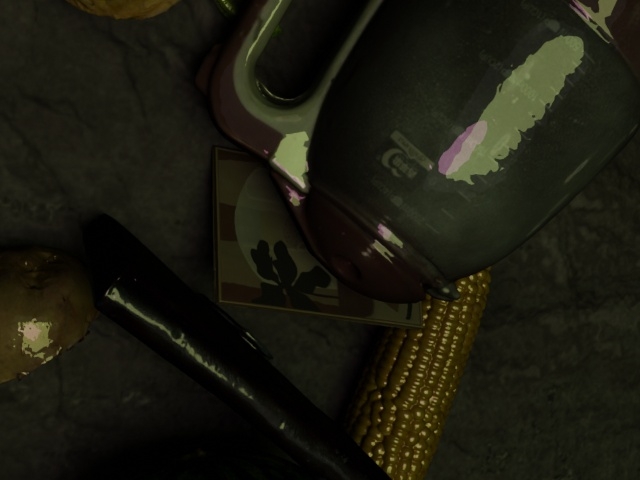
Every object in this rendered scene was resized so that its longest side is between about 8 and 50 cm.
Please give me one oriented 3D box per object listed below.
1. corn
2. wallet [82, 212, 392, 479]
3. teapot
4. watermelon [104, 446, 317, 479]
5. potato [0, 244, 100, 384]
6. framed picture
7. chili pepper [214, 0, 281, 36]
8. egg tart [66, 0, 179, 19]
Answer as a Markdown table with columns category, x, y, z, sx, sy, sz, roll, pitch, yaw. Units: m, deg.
| category | x | y | z | sx | sy | sz | roll | pitch | yaw |
| --- | --- | --- | --- | --- | --- | --- | --- | --- | --- |
| corn | 0.085 | 0.121 | 1.070 | 0.091 | 0.091 | 0.260 | 20 | 90 | -16 |
| wallet | -0.060 | 0.103 | 0.925 | 0.045 | 0.172 | 0.318 | -46 | 113 | 1 |
| teapot | 0.078 | -0.120 | 0.938 | 0.315 | 0.233 | 0.312 | 41 | 84 | -6 |
| watermelon | -0.083 | 0.302 | 0.912 | 0.285 | 0.285 | 0.285 | -8 | 107 | -27 |
| potato | -0.249 | 0.055 | 0.868 | 0.172 | 0.100 | 0.089 | -29 | 111 | -15 |
| framed picture | 0.000 | 0.000 | 0.994 | 0.200 | 0.010 | 0.136 | 10 | 67 | -31 |
| chili pepper | -0.064 | -0.189 | 0.945 | 0.083 | 0.017 | 0.030 | 34 | 84 | -34 |
| egg tart | -0.139 | -0.254 | 0.821 | 0.074 | 0.191 | 0.191 | -36 | 125 | -56 |
